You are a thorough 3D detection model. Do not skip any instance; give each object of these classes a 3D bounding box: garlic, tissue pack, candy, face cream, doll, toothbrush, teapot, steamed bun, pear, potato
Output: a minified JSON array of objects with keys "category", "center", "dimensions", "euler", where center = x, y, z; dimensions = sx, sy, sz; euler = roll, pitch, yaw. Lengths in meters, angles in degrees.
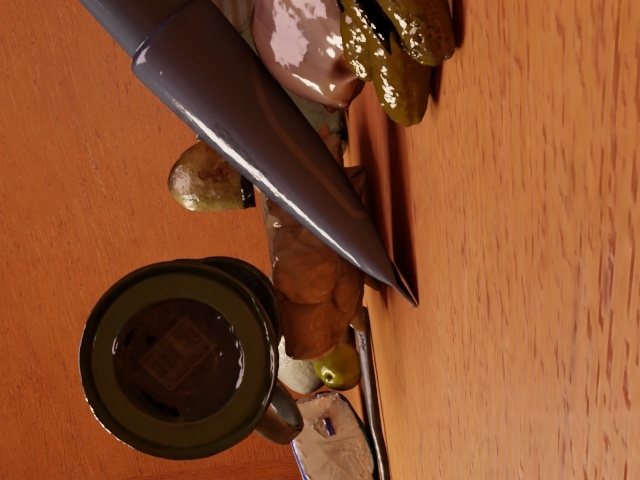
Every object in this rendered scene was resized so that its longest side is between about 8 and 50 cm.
[{"category":"garlic","center":[-0.003,-0.202,0.593],"dimensions":[0.228,0.110,0.217],"euler":[-99,6,-57]},{"category":"tissue pack","center":[0.021,0.384,1.422],"dimensions":[0.270,0.137,0.209],"euler":[83,164,-78]},{"category":"candy","center":[-0.024,0.180,1.555],"dimensions":[0.295,0.185,0.296],"euler":[-12,-90,-76]},{"category":"face cream","center":[-0.055,-0.097,0.630],"dimensions":[0.385,0.086,0.135],"euler":[46,-173,-13]},{"category":"doll","center":[0.017,-0.146,0.392],"dimensions":[0.210,0.097,0.137],"euler":[77,178,-50]},{"category":"toothbrush","center":[0.074,0.241,1.082],"dimensions":[0.030,0.030,0.298],"euler":[-32,61,59]},{"category":"teapot","center":[-0.120,0.135,0.911],"dimensions":[0.270,0.200,0.337],"euler":[45,-179,-1]},{"category":"steamed bun","center":[0.000,0.000,0.882],"dimensions":[0.292,0.137,0.296],"euler":[87,170,-51]},{"category":"pear","center":[0.038,0.231,1.374],"dimensions":[0.097,0.092,0.092],"euler":[-33,-55,-45]},{"category":"potato","center":[-0.132,-0.081,0.882],"dimensions":[0.066,0.103,0.096],"euler":[84,173,-53]}]

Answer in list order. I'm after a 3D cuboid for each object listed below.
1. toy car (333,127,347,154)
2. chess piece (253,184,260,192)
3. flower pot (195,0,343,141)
[{"category":"toy car","center":[0.003,-0.169,1.151],"dimensions":[0.093,0.058,0.186],"euler":[-43,34,28]},{"category":"chess piece","center":[-0.052,-0.232,1.413],"dimensions":[0.167,0.166,0.300],"euler":[85,-179,-55]},{"category":"flower pot","center":[-0.079,-0.245,1.059],"dimensions":[0.190,0.209,0.239],"euler":[-101,9,-50]}]
